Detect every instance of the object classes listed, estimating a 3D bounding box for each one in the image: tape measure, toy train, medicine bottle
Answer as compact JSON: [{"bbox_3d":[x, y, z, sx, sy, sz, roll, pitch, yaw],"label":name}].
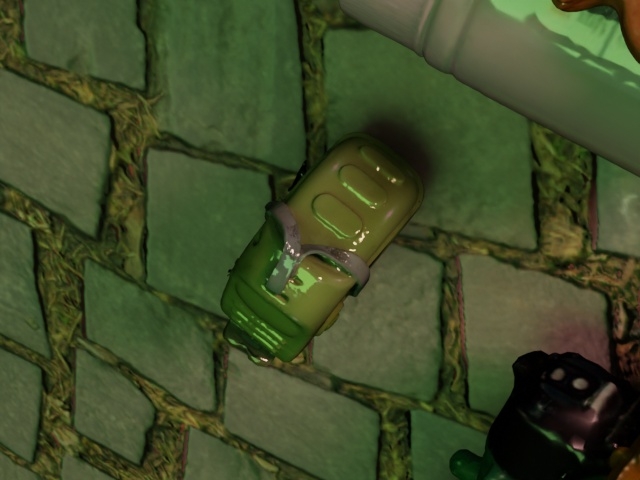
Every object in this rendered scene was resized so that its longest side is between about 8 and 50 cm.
[{"bbox_3d":[0.000,0.000,0.965,0.087,0.154,0.177,41,164,2],"label":"tape measure"},{"bbox_3d":[0.187,0.228,1.020,0.249,0.178,0.429,30,134,24],"label":"toy train"},{"bbox_3d":[0.152,-0.130,0.778,0.254,0.152,0.152,29,133,8],"label":"medicine bottle"}]

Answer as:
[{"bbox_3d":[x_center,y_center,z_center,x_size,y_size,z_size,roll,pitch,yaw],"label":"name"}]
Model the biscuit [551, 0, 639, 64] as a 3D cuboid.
[{"bbox_3d":[0.248,-0.181,0.668,0.306,0.043,0.284,-16,84,7],"label":"biscuit"}]
